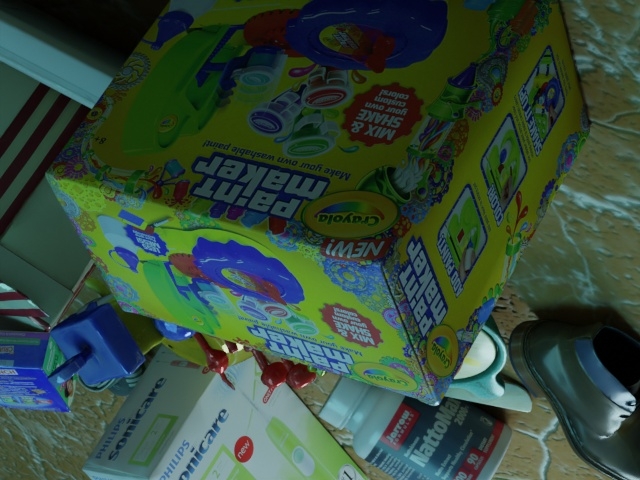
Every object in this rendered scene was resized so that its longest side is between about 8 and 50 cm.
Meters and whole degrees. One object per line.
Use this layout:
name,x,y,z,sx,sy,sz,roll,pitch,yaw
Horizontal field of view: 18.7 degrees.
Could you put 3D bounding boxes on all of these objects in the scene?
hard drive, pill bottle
hard drive,-0.220,-0.159,1.690,0.308,0.040,0.203,28,-172,8
pill bottle,0.094,0.192,1.982,0.180,0.108,0.108,31,153,1

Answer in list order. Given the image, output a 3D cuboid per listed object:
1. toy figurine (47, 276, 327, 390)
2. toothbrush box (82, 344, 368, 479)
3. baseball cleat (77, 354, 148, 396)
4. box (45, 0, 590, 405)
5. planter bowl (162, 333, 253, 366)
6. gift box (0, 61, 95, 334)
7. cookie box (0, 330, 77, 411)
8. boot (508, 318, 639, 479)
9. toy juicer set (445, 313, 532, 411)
toy figurine,-0.135,0.091,1.747,0.362,0.217,0.191,-14,104,62
toothbrush box,-0.102,0.264,2.195,0.122,0.206,0.283,1,139,45
baseball cleat,-0.245,0.143,2.246,0.072,0.109,0.206,41,149,11
box,0.006,-0.066,1.463,0.290,0.279,0.177,14,148,29
planter bowl,-0.119,0.068,2.017,0.217,0.090,0.217,25,152,14
gift box,-0.314,-0.002,1.917,0.276,0.258,0.255,32,153,1
cookie box,-0.288,0.123,1.839,0.092,0.040,0.107,3,154,9
boot,0.273,0.153,1.766,0.219,0.082,0.106,44,153,-18
toy juicer set,0.072,0.094,1.810,0.209,0.089,0.329,-1,145,16
